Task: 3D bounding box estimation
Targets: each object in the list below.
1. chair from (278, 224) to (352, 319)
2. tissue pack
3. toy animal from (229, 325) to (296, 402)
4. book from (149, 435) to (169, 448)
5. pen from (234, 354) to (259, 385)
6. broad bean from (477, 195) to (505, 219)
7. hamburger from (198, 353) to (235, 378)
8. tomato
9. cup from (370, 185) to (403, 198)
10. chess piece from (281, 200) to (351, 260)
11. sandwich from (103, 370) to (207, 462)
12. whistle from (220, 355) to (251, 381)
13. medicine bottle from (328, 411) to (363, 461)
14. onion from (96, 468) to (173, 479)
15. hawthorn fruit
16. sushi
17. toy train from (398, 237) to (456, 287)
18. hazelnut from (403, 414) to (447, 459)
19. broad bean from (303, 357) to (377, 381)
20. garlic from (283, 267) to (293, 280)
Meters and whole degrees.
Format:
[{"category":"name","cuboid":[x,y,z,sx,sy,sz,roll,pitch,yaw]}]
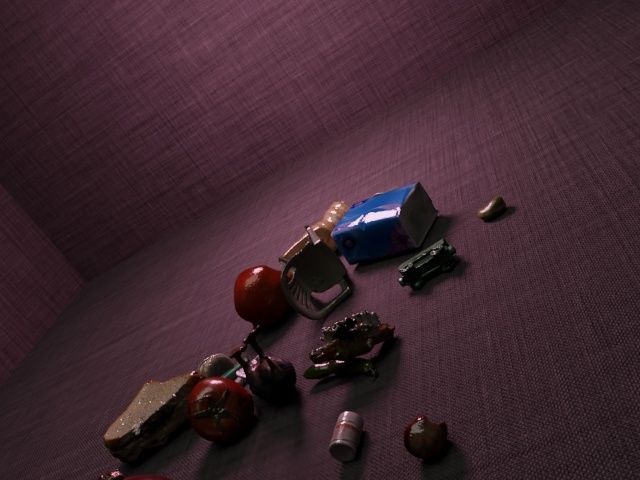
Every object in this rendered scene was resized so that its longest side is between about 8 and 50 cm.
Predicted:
[{"category":"chair","cuboid":[-0.026,0.102,2.013,0.191,0.203,0.274,-40,14,0]},{"category":"tissue pack","cuboid":[0.196,-0.051,2.076,0.264,0.146,0.198,-18,25,41]},{"category":"toy animal","cuboid":[-0.143,0.328,1.709,0.122,0.185,0.298,-45,-3,-25]},{"category":"book","cuboid":[-0.453,0.546,1.935,0.077,0.014,0.111,-24,22,28]},{"category":"pen","cuboid":[-0.232,0.403,1.890,0.028,0.028,0.239,-8,33,53]},{"category":"broad bean","cuboid":[0.473,-0.087,1.864,0.083,0.045,0.063,-36,16,21]},{"category":"hamburger","cuboid":[-0.315,0.383,1.990,0.054,0.084,0.121,-15,29,42]},{"category":"tomato","cuboid":[-0.256,0.424,1.710,0.167,0.167,0.167,-31,20,12]},{"category":"cup","cuboid":[0.234,-0.125,2.247,0.120,0.120,0.141,-18,18,40]},{"category":"chess piece","cuboid":[0.000,0.000,2.305,0.301,0.137,0.137,-43,21,-24]},{"category":"sandwich","cuboid":[-0.457,0.493,1.883,0.289,0.099,0.254,-22,24,40]},{"category":"whistle","cuboid":[-0.277,0.407,1.942,0.186,0.039,0.039,-39,20,-9]},{"category":"medicine bottle","cuboid":[0.053,0.401,1.378,0.057,0.057,0.089,-24,21,29]},{"category":"onion","cuboid":[-0.344,0.589,1.248,0.341,0.341,0.341,-31,20,12]},{"category":"hawthorn fruit","cuboid":[-0.186,0.193,2.111,0.197,0.197,0.225,-17,51,42]},{"category":"sushi","cuboid":[0.077,0.230,1.598,0.226,0.103,0.097,-22,-1,-19]},{"category":"toy train","cuboid":[0.281,0.063,1.792,0.172,0.070,0.099,-32,12,11]},{"category":"hazelnut","cuboid":[0.193,0.358,1.233,0.086,0.086,0.086,-31,20,12]},{"category":"broad bean","cuboid":[0.051,0.310,1.623,0.227,0.039,0.069,-12,26,43]},{"category":"garlic","cuboid":[-0.096,0.095,2.333,0.084,0.066,0.152,-39,22,-6]}]
